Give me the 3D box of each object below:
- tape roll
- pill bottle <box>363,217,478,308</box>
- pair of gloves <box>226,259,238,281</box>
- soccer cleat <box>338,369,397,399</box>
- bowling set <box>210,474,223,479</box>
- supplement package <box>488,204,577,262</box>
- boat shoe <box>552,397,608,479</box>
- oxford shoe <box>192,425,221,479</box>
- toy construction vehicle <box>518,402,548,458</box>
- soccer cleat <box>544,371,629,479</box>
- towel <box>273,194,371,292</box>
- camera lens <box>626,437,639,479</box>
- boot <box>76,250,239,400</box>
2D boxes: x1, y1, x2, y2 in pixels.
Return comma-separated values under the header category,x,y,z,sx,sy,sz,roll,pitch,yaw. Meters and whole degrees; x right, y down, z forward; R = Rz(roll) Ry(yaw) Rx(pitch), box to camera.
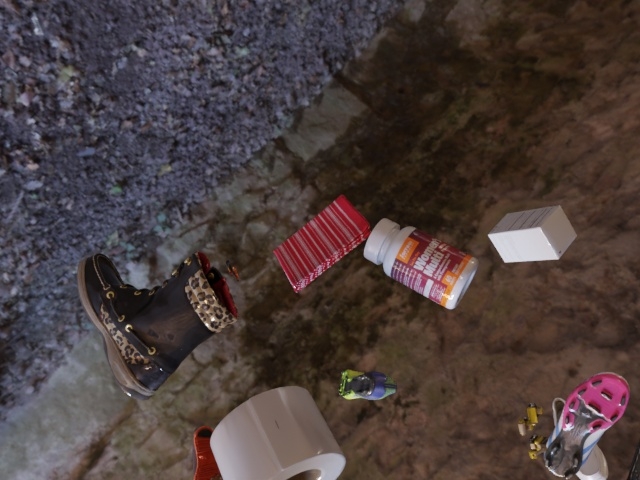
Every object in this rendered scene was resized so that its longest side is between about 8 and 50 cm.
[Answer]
category,x,y,z,sx,sy,sz,roll,pitch,yaw
tape roll,-0.091,0.453,1.097,0.246,0.169,0.246,-20,137,-19
pill bottle,0.211,0.044,1.102,0.121,0.221,0.121,-48,156,-30
pair of gloves,-0.332,0.116,1.948,0.010,0.074,0.083,-27,138,4
soccer cleat,0.144,0.465,1.648,0.289,0.121,0.093,146,-46,-67
bowling set,-0.309,0.868,1.653,0.154,0.200,0.287,-47,131,-31
supplement package,0.571,-0.015,1.398,0.105,0.105,0.179,-41,-166,-25
boat shoe,0.744,0.580,1.516,0.098,0.096,0.277,-32,-159,15
oxford shoe,-0.413,0.804,1.850,0.097,0.271,0.098,2,166,-24
toy construction vehicle,0.438,0.386,1.048,0.035,0.086,0.098,-13,175,38
soccer cleat,0.671,0.454,1.319,0.143,0.116,0.331,-18,133,-56
towel,0.000,0.000,1.460,0.275,0.199,0.031,-39,131,5
camera lens,0.393,0.217,0.384,0.219,0.274,0.219,-29,128,-46
boot,-0.368,0.123,1.155,0.284,0.377,0.138,-37,150,4
